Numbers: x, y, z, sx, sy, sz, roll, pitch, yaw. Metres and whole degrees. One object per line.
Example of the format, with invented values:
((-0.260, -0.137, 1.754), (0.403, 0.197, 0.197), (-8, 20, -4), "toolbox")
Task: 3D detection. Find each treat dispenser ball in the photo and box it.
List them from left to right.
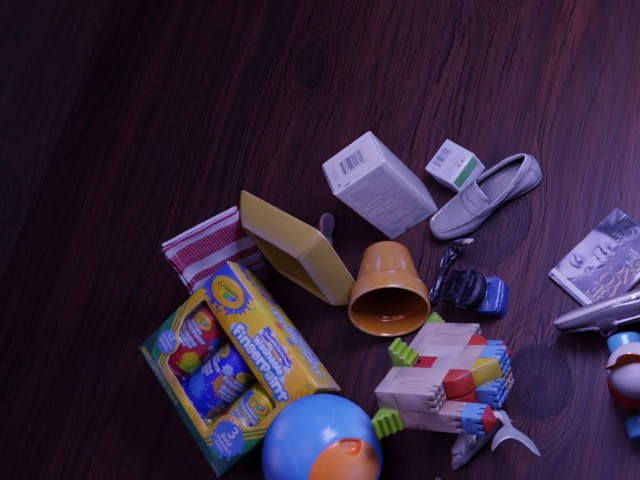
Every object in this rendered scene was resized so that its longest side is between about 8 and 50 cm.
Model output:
((0.003, 0.511, 1.846), (0.288, 0.288, 0.288), (-15, 61, 29), "treat dispenser ball")

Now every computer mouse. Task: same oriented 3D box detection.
((0.358, 0.082, 1.898), (0.184, 0.060, 0.262), (-68, 15, -9), "computer mouse")

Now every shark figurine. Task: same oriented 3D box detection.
((0.395, 0.420, 1.715), (0.278, 0.116, 0.166), (129, 164, -61), "shark figurine")

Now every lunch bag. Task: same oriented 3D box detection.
((0.414, 0.134, 1.881), (0.067, 0.065, 0.098), (-2, 68, 34), "lunch bag")

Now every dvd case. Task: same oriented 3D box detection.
((0.658, 0.052, 1.779), (0.221, 0.018, 0.164), (-47, 51, 8), "dvd case")

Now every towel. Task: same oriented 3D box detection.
((-0.284, 0.063, 2.180), (0.237, 0.329, 0.037), (-29, 52, -6), "towel")

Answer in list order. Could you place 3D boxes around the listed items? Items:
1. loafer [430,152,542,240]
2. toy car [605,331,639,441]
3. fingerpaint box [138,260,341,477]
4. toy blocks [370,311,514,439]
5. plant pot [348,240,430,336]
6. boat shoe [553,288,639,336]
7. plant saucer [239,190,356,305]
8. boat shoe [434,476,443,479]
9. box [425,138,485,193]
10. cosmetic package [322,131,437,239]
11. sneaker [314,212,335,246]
((0.407, -0.115, 1.974), (0.319, 0.111, 0.112), (-37, 52, 15), "loafer")
((0.658, 0.260, 1.535), (0.210, 0.238, 0.219), (-18, 60, 28), "toy car")
((-0.229, 0.345, 2.107), (0.371, 0.163, 0.445), (-43, 65, 11), "fingerpaint box")
((0.308, 0.302, 1.746), (0.261, 0.190, 0.381), (-3, 25, 35), "toy blocks")
((0.172, 0.112, 1.993), (0.205, 0.205, 0.188), (-24, 41, 24), "plant pot")
((0.671, 0.155, 1.656), (0.335, 0.112, 0.095), (-24, 84, 23), "boat shoe")
((-0.065, 0.041, 2.083), (0.333, 0.332, 0.081), (29, 71, 40), "plant saucer")
((0.308, 0.582, 1.757), (0.137, 0.049, 0.043), (17, 77, 44), "boat shoe")
((0.358, -0.193, 2.061), (0.102, 0.087, 0.101), (38, 93, 40), "box")
((0.160, -0.136, 2.031), (0.160, 0.309, 0.113), (-33, 54, 17), "cosmetic package")
((0.000, 0.000, 2.256), (0.065, 0.061, 0.158), (-13, 57, 59), "sneaker")
